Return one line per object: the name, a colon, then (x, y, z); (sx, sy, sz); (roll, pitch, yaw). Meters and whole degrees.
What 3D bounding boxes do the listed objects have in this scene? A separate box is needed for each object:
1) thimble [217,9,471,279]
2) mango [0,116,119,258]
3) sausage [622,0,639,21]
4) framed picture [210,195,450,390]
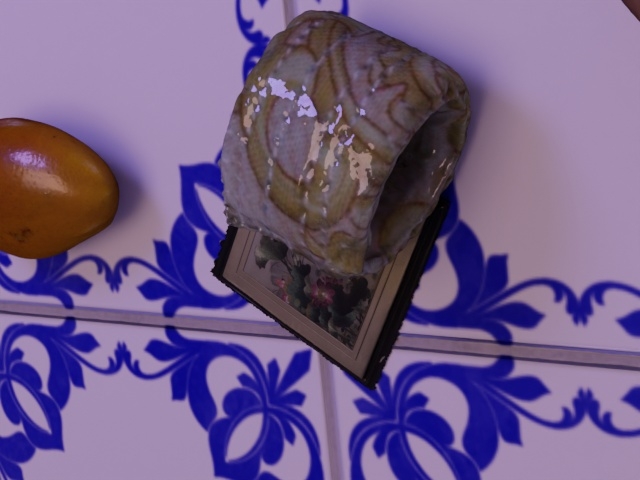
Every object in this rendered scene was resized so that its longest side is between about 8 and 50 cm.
thimble: (0.014, -0.069, 1.155); (0.143, 0.137, 0.190); (32, 95, 25)
mango: (-0.271, -0.046, 1.422); (0.217, 0.102, 0.141); (3, 109, 40)
sausage: (0.254, -0.171, 0.960); (0.253, 0.123, 0.123); (55, 128, 15)
framed picture: (0.000, 0.000, 1.276); (0.199, 0.010, 0.195); (35, 120, 27)
